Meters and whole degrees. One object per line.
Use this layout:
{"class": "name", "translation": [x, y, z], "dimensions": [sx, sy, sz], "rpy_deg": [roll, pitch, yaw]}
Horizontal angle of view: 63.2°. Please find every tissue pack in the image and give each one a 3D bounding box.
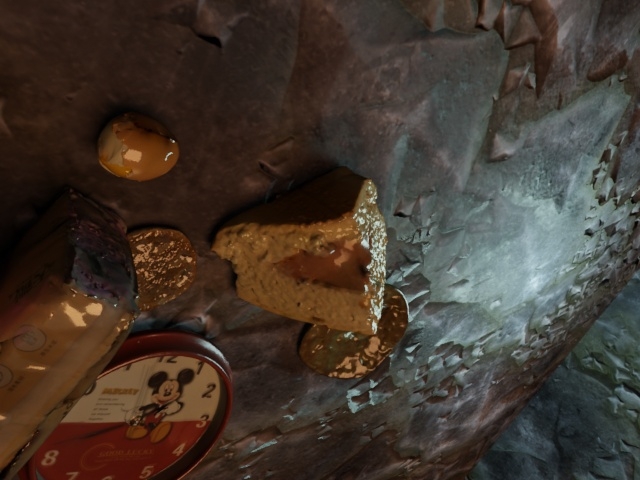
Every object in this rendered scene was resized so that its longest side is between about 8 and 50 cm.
{"class": "tissue pack", "translation": [-0.292, 0.098, 0.524], "dimensions": [0.257, 0.215, 0.123], "rpy_deg": [-47, 127, 4]}

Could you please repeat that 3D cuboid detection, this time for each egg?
{"class": "egg", "translation": [-0.191, -0.098, 0.552], "dimensions": [0.083, 0.071, 0.071], "rpy_deg": [13, 114, -47]}

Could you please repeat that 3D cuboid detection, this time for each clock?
{"class": "clock", "translation": [-0.278, 0.266, 0.777], "dimensions": [0.318, 0.080, 0.319], "rpy_deg": [-19, 127, -28]}

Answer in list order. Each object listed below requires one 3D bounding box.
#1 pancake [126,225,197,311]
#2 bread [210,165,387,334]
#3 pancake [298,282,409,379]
{"class": "pancake", "translation": [-0.224, 0.039, 0.675], "dimensions": [0.139, 0.022, 0.140], "rpy_deg": [-21, 134, -24]}
{"class": "bread", "translation": [-0.008, -0.004, 0.775], "dimensions": [0.211, 0.223, 0.184], "rpy_deg": [-66, 152, -45]}
{"class": "pancake", "translation": [0.062, 0.176, 1.007], "dimensions": [0.241, 0.050, 0.242], "rpy_deg": [-14, 127, -20]}
